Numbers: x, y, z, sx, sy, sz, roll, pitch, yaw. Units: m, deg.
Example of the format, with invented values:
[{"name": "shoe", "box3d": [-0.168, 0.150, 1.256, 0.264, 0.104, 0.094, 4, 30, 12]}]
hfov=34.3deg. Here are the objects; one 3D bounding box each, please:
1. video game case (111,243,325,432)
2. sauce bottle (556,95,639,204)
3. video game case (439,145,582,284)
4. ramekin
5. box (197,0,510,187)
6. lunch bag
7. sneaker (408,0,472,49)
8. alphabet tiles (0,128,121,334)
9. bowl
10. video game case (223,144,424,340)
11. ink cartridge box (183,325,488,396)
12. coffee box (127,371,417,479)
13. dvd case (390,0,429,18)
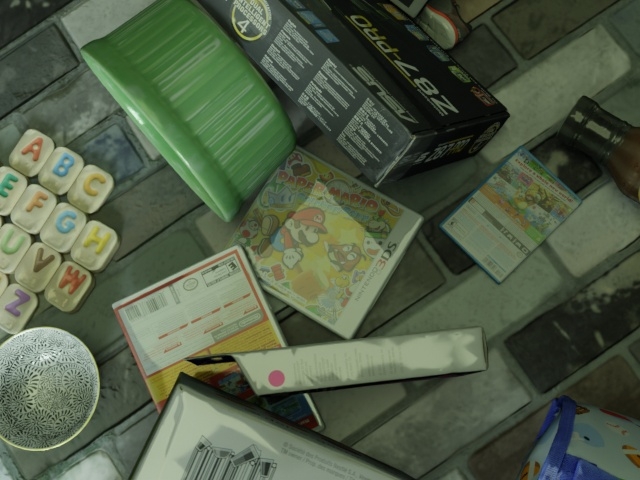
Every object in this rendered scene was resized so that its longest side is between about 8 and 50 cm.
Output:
[{"name": "video game case", "box3d": [-0.143, 0.174, 1.445, 0.204, 0.025, 0.285, -25, 82, 1]}, {"name": "sauce bottle", "box3d": [0.480, -0.076, 1.392, 0.344, 0.111, 0.111, 33, 84, 14]}, {"name": "video game case", "box3d": [0.267, -0.037, 1.458, 0.166, 0.015, 0.119, -44, 75, -3]}, {"name": "ramekin", "box3d": [-0.169, -0.186, 1.405, 0.148, 0.303, 0.303, -41, 76, -6]}, {"name": "box", "box3d": [0.037, -0.256, 1.388, 0.395, 0.318, 0.097, 47, 122, 14]}, {"name": "lunch bag", "box3d": [0.377, 0.332, 1.173, 0.327, 0.385, 0.239, 24, 81, 11]}, {"name": "sneaker", "box3d": [0.164, -0.349, 1.529, 0.064, 0.061, 0.158, -28, 75, -27]}, {"name": "alphabet tiles", "box3d": [-0.444, -0.017, 1.544, 0.284, 0.021, 0.278, 31, 83, 13]}, {"name": "bowl", "box3d": [-0.379, 0.209, 1.455, 0.170, 0.080, 0.170, -2, 78, 8]}, {"name": "video game case", "box3d": [0.000, 0.000, 1.480, 0.227, 0.026, 0.206, 30, 83, 13]}, {"name": "ink cartridge box", "box3d": [0.017, 0.161, 1.338, 0.370, 0.176, 0.069, -4, 81, -2]}, {"name": "coffee box", "box3d": [-0.086, 0.377, 1.217, 0.337, 0.334, 0.338, 25, 82, -4]}, {"name": "dvd case", "box3d": [0.089, -0.452, 1.444, 0.238, 0.029, 0.179, 38, 121, 1]}]
